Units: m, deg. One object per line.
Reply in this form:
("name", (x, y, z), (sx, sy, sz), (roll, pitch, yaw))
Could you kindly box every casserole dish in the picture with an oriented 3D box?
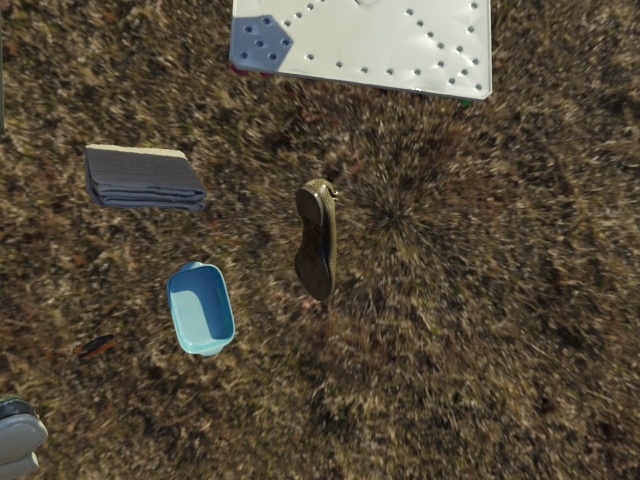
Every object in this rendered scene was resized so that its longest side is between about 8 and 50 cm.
("casserole dish", (-0.234, 0.130, 1.738), (0.114, 0.037, 0.188), (-15, 102, -15))

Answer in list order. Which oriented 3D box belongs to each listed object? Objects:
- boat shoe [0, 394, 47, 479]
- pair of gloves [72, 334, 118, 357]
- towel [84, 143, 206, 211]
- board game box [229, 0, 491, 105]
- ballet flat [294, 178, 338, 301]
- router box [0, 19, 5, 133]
("boat shoe", (-0.480, 0.291, 1.365), (0.109, 0.305, 0.091), (-12, 68, -23))
("pair of gloves", (-0.394, 0.185, 1.573), (0.074, 0.083, 0.010), (-23, 75, -12))
("towel", (-0.306, -0.109, 1.543), (0.187, 0.282, 0.049), (3, 109, -18))
("board game box", (0.064, -0.403, 1.360), (0.390, 0.050, 0.390), (6, 72, -12))
("ballet flat", (0.000, 0.000, 1.418), (0.084, 0.250, 0.058), (31, 52, 30))
("router box", (-0.707, -0.399, 1.808), (0.081, 0.243, 0.309), (-9, 124, -29))
